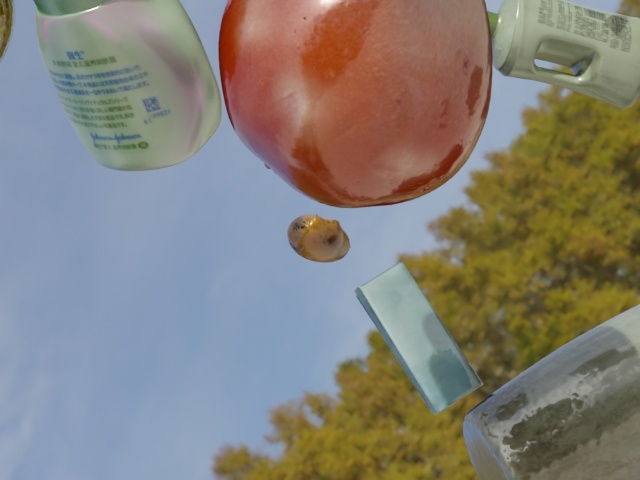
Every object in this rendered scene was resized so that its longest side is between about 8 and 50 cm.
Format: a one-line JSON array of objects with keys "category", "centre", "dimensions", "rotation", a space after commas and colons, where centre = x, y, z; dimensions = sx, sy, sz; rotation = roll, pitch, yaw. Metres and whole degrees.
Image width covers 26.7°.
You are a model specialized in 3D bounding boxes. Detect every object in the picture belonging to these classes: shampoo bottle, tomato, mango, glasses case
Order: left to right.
[{"category": "shampoo bottle", "centre": [-0.258, -0.262, 1.648], "dimensions": [0.151, 0.222, 0.349], "rotation": [-53, -47, -40]}, {"category": "mango", "centre": [0.000, 0.000, 1.855], "dimensions": [0.127, 0.077, 0.063], "rotation": [29, -110, -64]}, {"category": "tomato", "centre": [0.046, -0.196, 1.434], "dimensions": [0.321, 0.321, 0.321], "rotation": [-46, -24, -28]}, {"category": "glasses case", "centre": [0.172, 0.177, 2.427], "dimensions": [0.105, 0.266, 0.056], "rotation": [-31, -9, -15]}, {"category": "shampoo bottle", "centre": [0.288, -0.247, 1.681], "dimensions": [0.087, 0.234, 0.118], "rotation": [147, 135, -73]}]

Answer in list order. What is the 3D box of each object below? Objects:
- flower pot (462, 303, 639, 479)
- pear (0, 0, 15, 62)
[{"category": "flower pot", "centre": [0.375, 0.256, 1.775], "dimensions": [0.330, 0.294, 0.293], "rotation": [-22, -30, -7]}, {"category": "pear", "centre": [-0.527, -0.283, 1.723], "dimensions": [0.283, 0.283, 0.283], "rotation": [-46, -24, -28]}]
